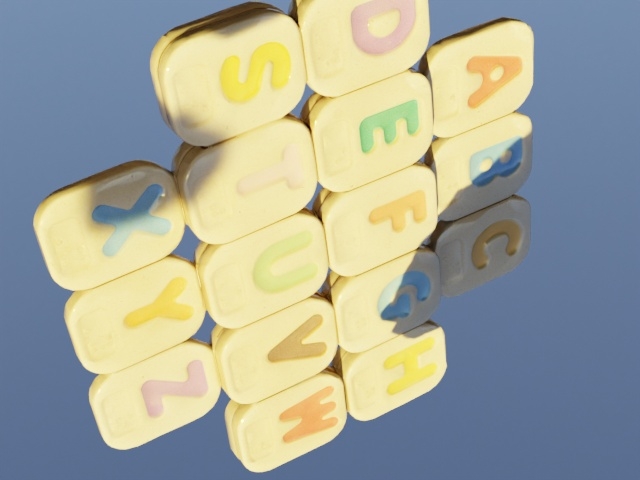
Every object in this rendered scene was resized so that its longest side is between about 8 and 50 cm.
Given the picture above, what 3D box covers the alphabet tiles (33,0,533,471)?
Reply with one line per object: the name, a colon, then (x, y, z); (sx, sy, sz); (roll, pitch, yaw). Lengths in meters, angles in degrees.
alphabet tiles: (0.000, 0.000, 0.616); (0.278, 0.284, 0.021); (-23, -140, -19)
